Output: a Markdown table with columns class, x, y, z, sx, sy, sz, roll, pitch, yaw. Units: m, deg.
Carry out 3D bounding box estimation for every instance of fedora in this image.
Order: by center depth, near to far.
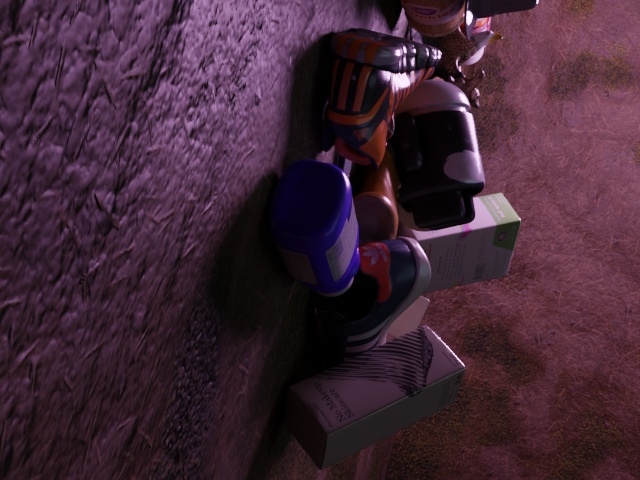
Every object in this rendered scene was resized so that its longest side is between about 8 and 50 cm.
| class | x | y | z | sx | sy | sz | roll | pitch | yaw |
| --- | --- | --- | --- | --- | --- | --- | --- | --- | --- |
| fedora | 0.308 | -0.474 | 1.566 | 0.244 | 0.124 | 0.275 | 20 | 72 | -76 |

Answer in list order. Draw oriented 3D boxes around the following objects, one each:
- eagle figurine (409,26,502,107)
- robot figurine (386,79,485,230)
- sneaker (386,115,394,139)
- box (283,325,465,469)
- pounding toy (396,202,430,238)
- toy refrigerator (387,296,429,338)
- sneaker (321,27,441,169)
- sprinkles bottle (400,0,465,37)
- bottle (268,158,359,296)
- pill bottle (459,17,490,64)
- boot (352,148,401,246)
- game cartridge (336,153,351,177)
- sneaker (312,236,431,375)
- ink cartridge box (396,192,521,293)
| class | x | y | z | sx | sy | sz | roll | pitch | yaw |
| --- | --- | --- | --- | --- | --- | --- | --- | --- | --- |
| eagle figurine | 0.259 | -0.418 | 1.924 | 0.226 | 0.225 | 0.298 | -34 | -110 | 49 |
| robot figurine | 0.210 | -0.162 | 1.769 | 0.209 | 0.174 | 0.278 | 137 | -55 | -76 |
| sneaker | 0.103 | -0.254 | 1.583 | 0.067 | 0.064 | 0.175 | -98 | -163 | -59 |
| box | 0.086 | 0.242 | 1.481 | 0.275 | 0.113 | 0.094 | -21 | 140 | -30 |
| pounding toy | 0.194 | -0.096 | 1.915 | 0.155 | 0.154 | 0.269 | -37 | 137 | -73 |
| toy refrigerator | 0.124 | 0.120 | 1.754 | 0.269 | 0.102 | 0.094 | 133 | -17 | -88 |
| sneaker | 0.073 | -0.204 | 1.354 | 0.321 | 0.125 | 0.180 | -25 | 131 | -63 |
| sprinkles bottle | 0.182 | -0.437 | 1.571 | 0.355 | 0.121 | 0.121 | 5 | 97 | -79 |
| bottle | 0.000 | 0.000 | 1.222 | 0.283 | 0.092 | 0.118 | 72 | 33 | -69 |
| pill bottle | 0.367 | -0.542 | 2.372 | 0.221 | 0.121 | 0.121 | 73 | 31 | -67 |
| boot | 0.087 | -0.075 | 1.597 | 0.295 | 0.104 | 0.211 | 91 | 10 | -63 |
| game cartridge | 0.038 | -0.124 | 1.473 | 0.056 | 0.017 | 0.083 | -39 | 140 | -67 |
| sneaker | 0.036 | 0.132 | 1.530 | 0.148 | 0.131 | 0.350 | 0 | 130 | -35 |
| ink cartridge box | 0.302 | 0.017 | 2.357 | 0.207 | 0.354 | 0.119 | 94 | -21 | -44 |
